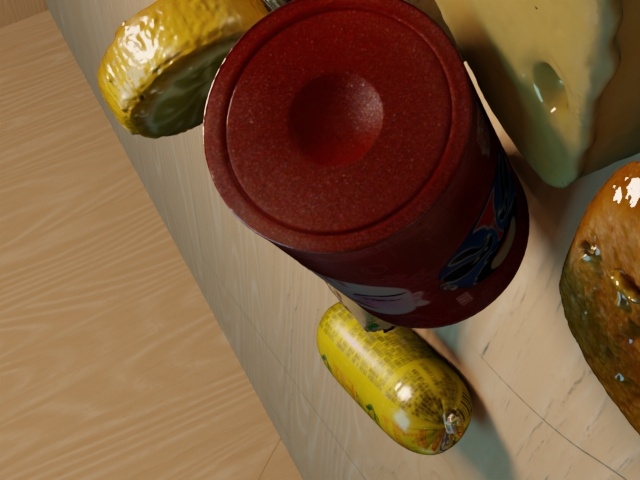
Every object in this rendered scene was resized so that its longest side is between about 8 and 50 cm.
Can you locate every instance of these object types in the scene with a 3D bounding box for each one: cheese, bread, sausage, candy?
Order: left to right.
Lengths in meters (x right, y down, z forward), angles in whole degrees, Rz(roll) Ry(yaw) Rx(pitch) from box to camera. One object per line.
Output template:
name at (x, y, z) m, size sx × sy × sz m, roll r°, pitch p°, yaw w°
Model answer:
candy at (-0.178, -0.247, 1.662) m, size 0.118 × 0.260 × 0.260 m, roll 55°, pitch 164°, yaw 13°
sausage at (0.093, 0.177, 1.651) m, size 0.347 × 0.123 × 0.123 m, roll 42°, pitch 153°, yaw 57°
cheese at (0.148, -0.246, 0.774) m, size 0.384 × 0.104 × 0.384 m, roll 59°, pitch 166°, yaw 25°
bread at (0.269, 0.055, 0.777) m, size 0.268 × 0.146 × 0.268 m, roll 55°, pitch 165°, yaw 22°

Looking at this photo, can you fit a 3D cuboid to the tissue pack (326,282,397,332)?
tissue pack at (0.038, -0.038, 1.497) m, size 0.215 × 0.123 × 0.256 m, roll 54°, pitch 164°, yaw 34°

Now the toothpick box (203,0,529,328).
toothpick box at (0.055, -0.050, 1.021) m, size 0.204 × 0.204 × 0.333 m, roll 60°, pitch -172°, yaw 20°

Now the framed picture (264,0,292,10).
framed picture at (-0.061, -0.311, 1.359) m, size 0.231 × 0.018 × 0.293 m, roll 63°, pitch -170°, yaw 14°

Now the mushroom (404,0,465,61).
mushroom at (0.079, -0.219, 1.022) m, size 0.166 × 0.127 × 0.166 m, roll 24°, pitch 176°, yaw 2°
